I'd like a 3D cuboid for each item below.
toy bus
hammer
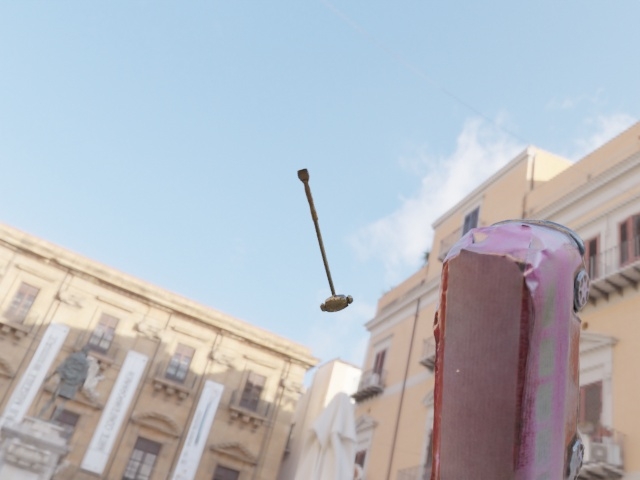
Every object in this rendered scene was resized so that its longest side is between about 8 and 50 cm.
[{"bbox_3d":[0.193,0.131,0.671,0.128,0.302,0.147,5,6,39],"label":"toy bus"},{"bbox_3d":[0.000,0.000,0.546,0.029,0.122,0.014,-14,2,-1],"label":"hammer"}]
